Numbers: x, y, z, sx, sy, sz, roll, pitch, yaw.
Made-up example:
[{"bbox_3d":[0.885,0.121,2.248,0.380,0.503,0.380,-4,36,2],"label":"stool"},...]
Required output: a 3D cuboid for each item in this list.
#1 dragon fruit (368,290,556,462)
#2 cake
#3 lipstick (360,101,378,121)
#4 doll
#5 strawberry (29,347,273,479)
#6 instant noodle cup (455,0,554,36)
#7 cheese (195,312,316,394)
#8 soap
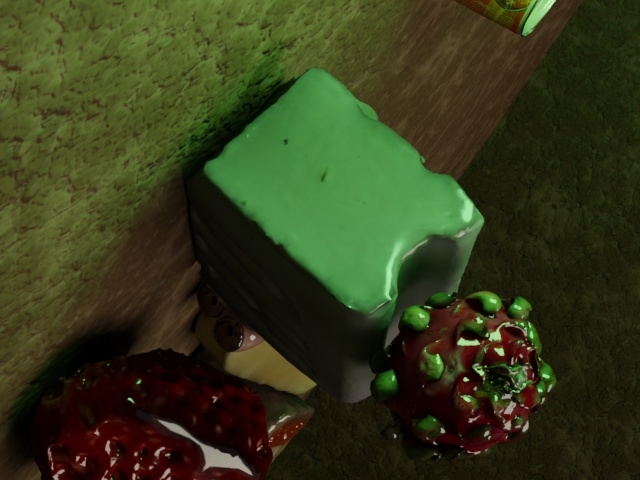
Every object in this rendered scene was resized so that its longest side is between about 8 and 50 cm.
[{"bbox_3d":[0.173,0.160,1.263,0.273,0.198,0.218,24,88,-58],"label":"dragon fruit"},{"bbox_3d":[-0.178,0.348,2.108,0.237,0.230,0.309,-53,170,-1],"label":"cake"},{"bbox_3d":[0.031,-0.127,1.810,0.070,0.070,0.254,-46,169,-31],"label":"lipstick"},{"bbox_3d":[-0.030,0.070,1.757,0.216,0.284,0.268,-40,156,28],"label":"doll"},{"bbox_3d":[-0.252,0.264,1.481,0.345,0.318,0.295,57,26,-48],"label":"strawberry"},{"bbox_3d":[0.270,-0.408,1.586,0.213,0.174,0.213,-50,170,-12],"label":"instant noodle cup"},{"bbox_3d":[-0.016,0.106,1.978,0.384,0.104,0.384,-34,148,-24],"label":"cheese"},{"bbox_3d":[0.000,0.000,1.407,0.213,0.350,0.435,-41,166,-16],"label":"soap"}]
